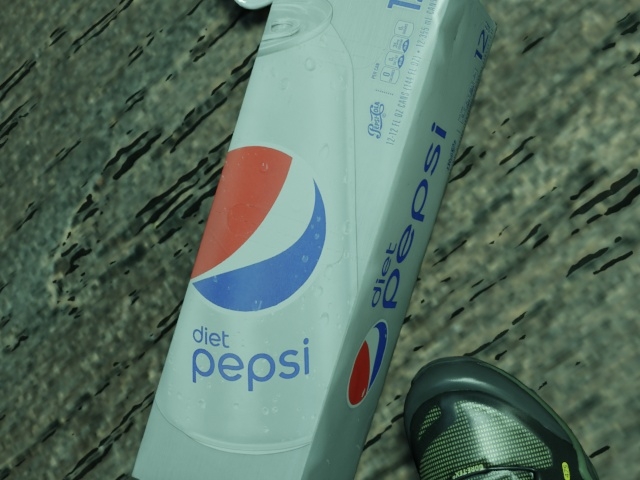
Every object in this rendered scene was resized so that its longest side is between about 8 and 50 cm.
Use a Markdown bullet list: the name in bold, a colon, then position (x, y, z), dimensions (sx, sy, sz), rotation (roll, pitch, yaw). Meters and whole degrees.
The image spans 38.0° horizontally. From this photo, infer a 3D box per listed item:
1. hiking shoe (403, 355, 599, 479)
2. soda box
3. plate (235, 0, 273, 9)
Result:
- **hiking shoe**: position (0.098, 0.159, 0.426), dimensions (0.086, 0.114, 0.227), rotation (-28, 77, 17)
- **soda box**: position (0.000, 0.000, 0.485), dimensions (0.091, 0.098, 0.286), rotation (18, 94, 21)
- **plate**: position (-0.001, -0.311, 0.491), dimensions (0.278, 0.045, 0.277), rotation (-30, 103, 16)
